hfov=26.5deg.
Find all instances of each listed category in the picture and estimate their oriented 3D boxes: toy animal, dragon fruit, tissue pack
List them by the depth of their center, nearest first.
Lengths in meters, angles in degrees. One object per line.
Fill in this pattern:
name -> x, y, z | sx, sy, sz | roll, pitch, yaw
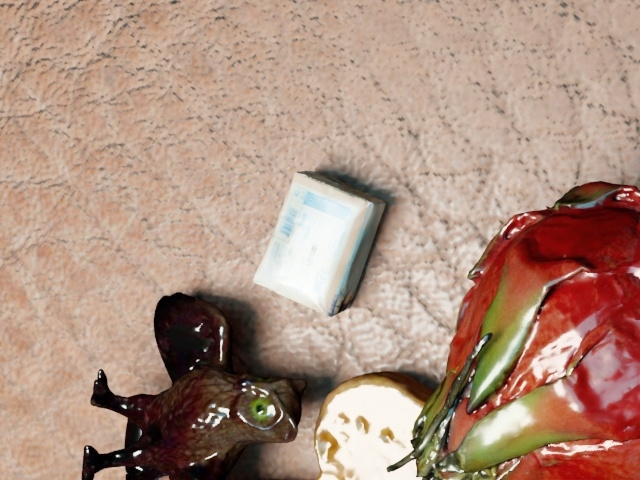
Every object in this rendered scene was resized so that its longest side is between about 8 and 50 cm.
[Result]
dragon fruit -> 0.175, 0.091, 0.855 | 0.293, 0.234, 0.234 | -42, 76, -17
tissue pack -> 0.000, 0.000, 1.021 | 0.074, 0.059, 0.094 | 24, 99, 16
toy animal -> -0.088, 0.138, 1.025 | 0.180, 0.116, 0.218 | -5, 60, 18

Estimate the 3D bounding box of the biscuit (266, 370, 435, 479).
biscuit -> 0.032, 0.326, 1.006 | 0.455, 0.078, 0.349 | -43, 74, 14
